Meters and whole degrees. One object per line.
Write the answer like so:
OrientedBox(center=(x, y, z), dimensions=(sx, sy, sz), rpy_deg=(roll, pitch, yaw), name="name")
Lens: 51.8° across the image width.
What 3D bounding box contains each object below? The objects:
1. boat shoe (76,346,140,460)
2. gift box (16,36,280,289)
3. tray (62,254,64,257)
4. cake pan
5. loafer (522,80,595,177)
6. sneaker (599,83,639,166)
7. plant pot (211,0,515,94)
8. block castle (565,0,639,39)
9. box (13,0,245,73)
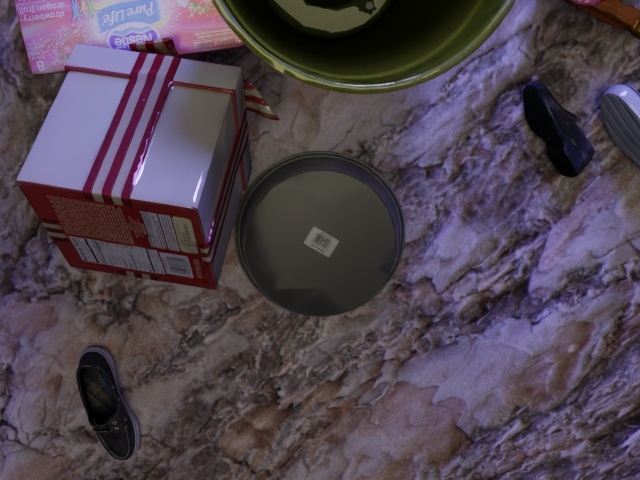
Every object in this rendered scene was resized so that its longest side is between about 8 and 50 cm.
OrientedBox(center=(-0.379, 0.302, 1.166), dimensions=(0.080, 0.076, 0.229), rpy_deg=(-7, 106, 1), name="boat shoe")
OrientedBox(center=(-0.208, -0.099, 0.903), dimensions=(0.276, 0.258, 0.255), rpy_deg=(10, 151, -2), name="gift box")
OrientedBox(center=(-0.301, -0.051, 1.089), dimensions=(0.270, 0.030, 0.145), rpy_deg=(-4, 107, 0), name="tray")
OrientedBox(center=(0.000, 0.000, 1.100), dimensions=(0.293, 0.054, 0.293), rpy_deg=(0, 106, -2), name="cake pan")
OrientedBox(center=(0.383, -0.186, 1.060), dimensions=(0.061, 0.062, 0.170), rpy_deg=(-38, 109, -14), name="loafer")
OrientedBox(center=(0.550, -0.165, 1.059), dimensions=(0.258, 0.094, 0.091), rpy_deg=(44, 82, -17), name="sneaker")
OrientedBox(center=(0.032, -0.379, 0.828), dimensions=(0.366, 0.353, 0.366), rpy_deg=(-1, 105, -5), name="plant pot")
OrientedBox(center=(0.527, -0.493, 0.887), dimensions=(0.303, 0.213, 0.453), rpy_deg=(23, 105, -8), name="block castle")
OrientedBox(center=(-0.259, -0.330, 0.944), dimensions=(0.300, 0.154, 0.142), rpy_deg=(-8, 106, 0), name="box")
